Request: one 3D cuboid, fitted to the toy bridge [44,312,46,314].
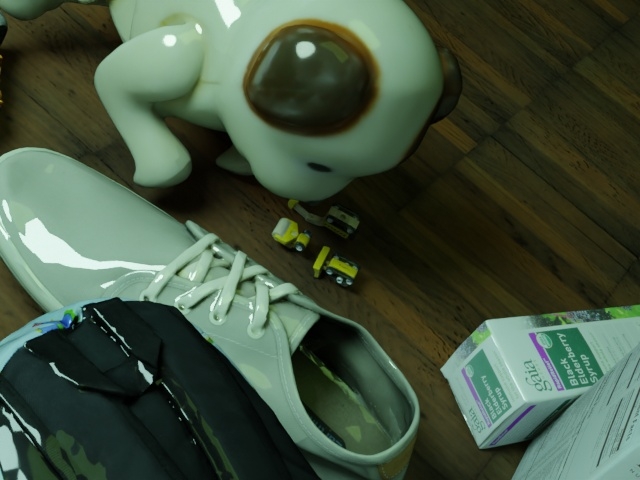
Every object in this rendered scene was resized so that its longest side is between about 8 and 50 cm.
[{"bbox_3d":[-0.211,0.053,0.875,0.063,0.026,0.188,4,50,-31],"label":"toy bridge"}]

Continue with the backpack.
[{"bbox_3d":[-0.114,0.214,0.631,0.290,0.273,0.355,-25,94,-49],"label":"backpack"}]

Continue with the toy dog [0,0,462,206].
[{"bbox_3d":[-0.051,-0.215,0.957,0.408,0.395,0.284,50,22,25],"label":"toy dog"}]

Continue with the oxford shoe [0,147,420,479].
[{"bbox_3d":[-0.090,0.059,0.845,0.449,0.130,0.169,39,43,1],"label":"oxford shoe"}]

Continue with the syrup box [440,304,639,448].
[{"bbox_3d":[0.252,0.136,1.018,0.237,0.096,0.093,-1,52,-32],"label":"syrup box"}]

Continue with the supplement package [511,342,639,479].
[{"bbox_3d":[0.291,0.229,0.832,0.199,0.262,0.198,37,43,6],"label":"supplement package"}]

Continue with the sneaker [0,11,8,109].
[{"bbox_3d":[-0.342,-0.144,0.950,0.083,0.084,0.215,32,44,-21],"label":"sneaker"}]

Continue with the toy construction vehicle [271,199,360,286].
[{"bbox_3d":[0.000,0.000,1.047,0.098,0.035,0.086,26,54,-3],"label":"toy construction vehicle"}]
